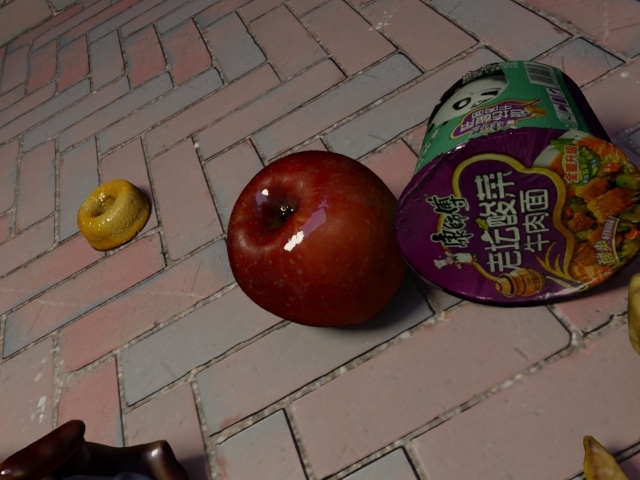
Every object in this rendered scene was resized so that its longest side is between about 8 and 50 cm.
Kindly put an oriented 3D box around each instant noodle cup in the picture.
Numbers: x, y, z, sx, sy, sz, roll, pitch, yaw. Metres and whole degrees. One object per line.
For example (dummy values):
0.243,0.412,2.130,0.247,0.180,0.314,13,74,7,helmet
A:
0.215,-0.074,0.609,0.252,0.251,0.190,-7,42,21,instant noodle cup

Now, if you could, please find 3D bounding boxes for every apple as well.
0.000,0.000,0.669,0.219,0.201,0.218,-16,51,21,apple

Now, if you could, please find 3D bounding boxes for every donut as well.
-0.395,-0.054,1.014,0.152,0.058,0.151,-15,46,16,donut

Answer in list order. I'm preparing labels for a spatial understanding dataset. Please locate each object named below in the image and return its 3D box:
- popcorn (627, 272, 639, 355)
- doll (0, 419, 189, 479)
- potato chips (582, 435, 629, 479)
0.387,0.024,0.428,0.225,0.264,0.332,16,44,40,popcorn
-0.291,0.340,0.503,0.318,0.209,0.339,16,51,-10,doll
0.299,0.324,0.353,0.080,0.057,0.407,-28,46,-6,potato chips
